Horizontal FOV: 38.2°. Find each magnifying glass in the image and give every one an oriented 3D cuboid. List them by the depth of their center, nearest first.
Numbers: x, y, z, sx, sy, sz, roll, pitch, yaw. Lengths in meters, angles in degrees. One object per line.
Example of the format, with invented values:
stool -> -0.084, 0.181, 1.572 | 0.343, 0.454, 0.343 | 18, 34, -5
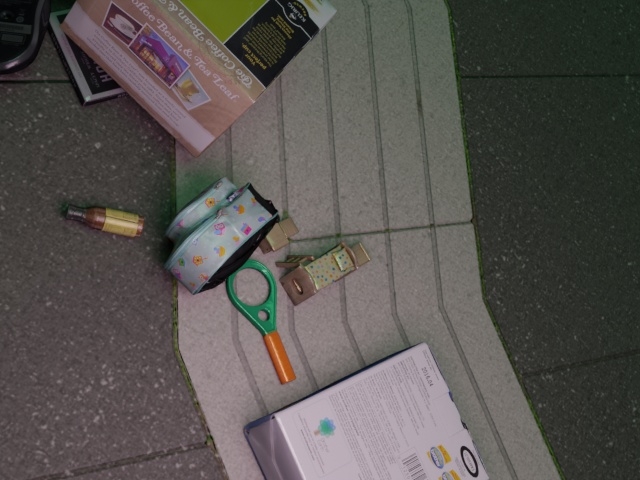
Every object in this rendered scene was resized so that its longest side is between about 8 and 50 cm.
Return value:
magnifying glass -> -0.099, 0.143, 1.639 | 0.092, 0.026, 0.231 | -18, 79, -31

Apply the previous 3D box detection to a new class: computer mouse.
computer mouse -> -0.515, -0.378, 1.577 | 0.188, 0.072, 0.272 | 11, 60, -2

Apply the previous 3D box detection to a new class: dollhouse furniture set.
dollhouse furniture set -> 0.000, 0.000, 1.693 | 0.182, 0.101, 0.161 | -30, 87, -32

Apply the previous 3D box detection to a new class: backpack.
backpack -> -0.181, -0.004, 1.563 | 0.144, 0.166, 0.188 | 40, 56, -8

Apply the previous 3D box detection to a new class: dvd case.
dvd case -> -0.355, -0.352, 1.680 | 0.239, 0.029, 0.179 | -21, 82, -32

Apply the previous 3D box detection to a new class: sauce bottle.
sauce bottle -> -0.363, -0.036, 1.555 | 0.128, 0.042, 0.042 | 15, 66, -22

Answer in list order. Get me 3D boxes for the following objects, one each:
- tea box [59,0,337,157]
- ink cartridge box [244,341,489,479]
tea box -> -0.206, -0.389, 1.618 | 0.329, 0.220, 0.323 | 45, 49, -10
ink cartridge box -> 0.107, 0.354, 1.592 | 0.395, 0.151, 0.270 | -21, 83, -30
